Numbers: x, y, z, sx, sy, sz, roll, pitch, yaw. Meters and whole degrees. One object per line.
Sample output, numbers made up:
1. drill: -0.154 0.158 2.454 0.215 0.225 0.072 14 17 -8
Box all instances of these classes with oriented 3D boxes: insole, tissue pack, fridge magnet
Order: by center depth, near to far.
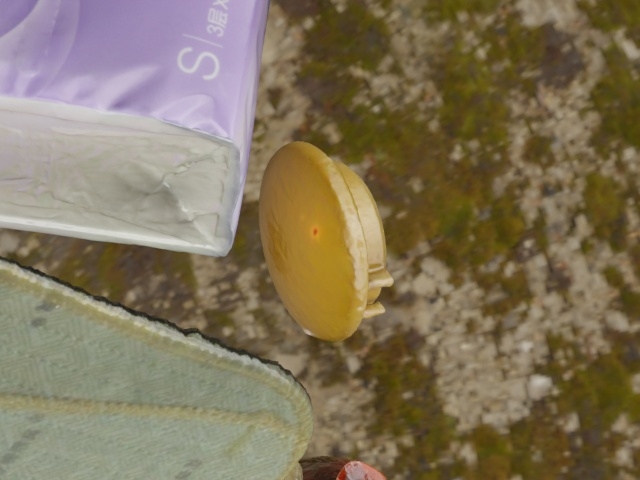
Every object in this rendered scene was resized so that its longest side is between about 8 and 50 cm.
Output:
1. insole: -0.136 0.031 0.398 0.348 0.119 0.009 24 26 -40
2. tissue pack: -0.145 -0.181 0.913 0.242 0.160 0.338 8 61 -3
3. fridge magnet: 0.000 0.000 1.028 0.063 0.143 0.143 -13 84 -24

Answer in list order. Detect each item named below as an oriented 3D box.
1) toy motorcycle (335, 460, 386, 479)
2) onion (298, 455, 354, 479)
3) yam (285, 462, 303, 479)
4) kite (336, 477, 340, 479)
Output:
1. toy motorcycle: 0.072 0.370 1.628 0.089 0.298 0.171 -12 53 4
2. onion: -0.048 0.370 1.860 0.195 0.272 0.272 44 62 -8
3. yam: -0.054 0.306 1.280 0.066 0.066 0.299 33 30 -18
4. kite: 0.041 0.296 1.375 0.159 0.010 0.190 10 39 -42
